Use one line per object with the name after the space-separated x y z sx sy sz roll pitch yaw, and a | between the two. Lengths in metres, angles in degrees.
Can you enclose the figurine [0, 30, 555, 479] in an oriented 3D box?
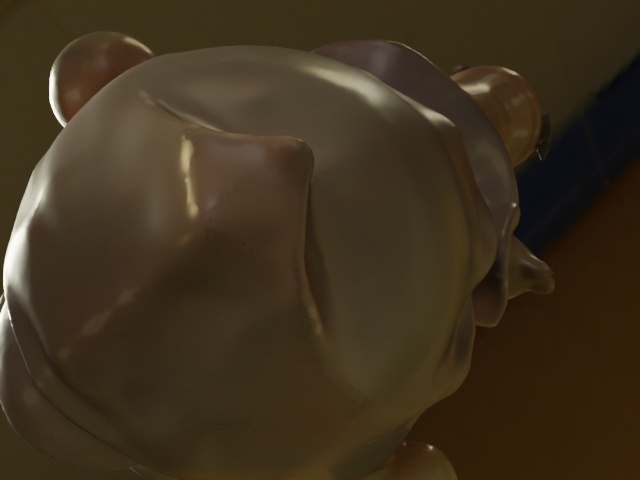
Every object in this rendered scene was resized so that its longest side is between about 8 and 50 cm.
0.000 0.000 0.593 0.133 0.200 0.276 -39 -7 23 | figurine
